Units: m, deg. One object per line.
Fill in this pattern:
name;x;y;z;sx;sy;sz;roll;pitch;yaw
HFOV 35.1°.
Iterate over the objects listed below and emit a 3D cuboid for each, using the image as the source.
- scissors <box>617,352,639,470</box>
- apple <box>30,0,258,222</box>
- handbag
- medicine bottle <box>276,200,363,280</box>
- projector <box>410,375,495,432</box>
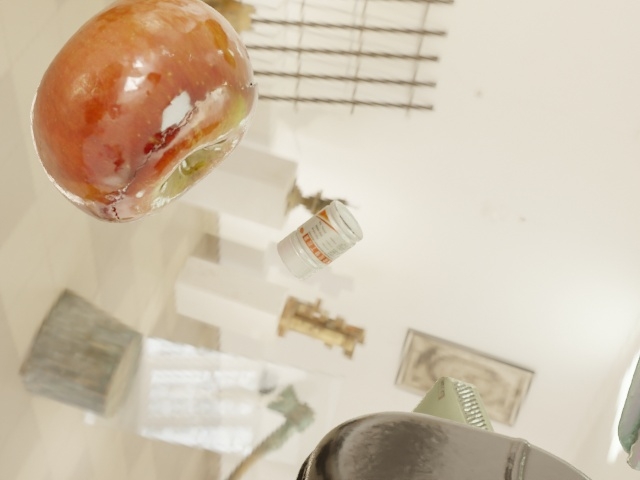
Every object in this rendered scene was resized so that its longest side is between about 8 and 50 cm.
scissors;0.214;0.005;0.525;0.030;0.125;0.256;-107;-144;-76
apple;-0.208;-0.154;1.156;0.272;0.206;0.251;-45;176;37
handbag;0.123;0.253;0.873;0.254;0.308;0.093;-73;178;-66
medicine bottle;0.000;0.000;1.171;0.089;0.057;0.057;-36;-178;17
projector;0.120;0.330;1.177;0.259;0.079;0.257;-56;-151;28
